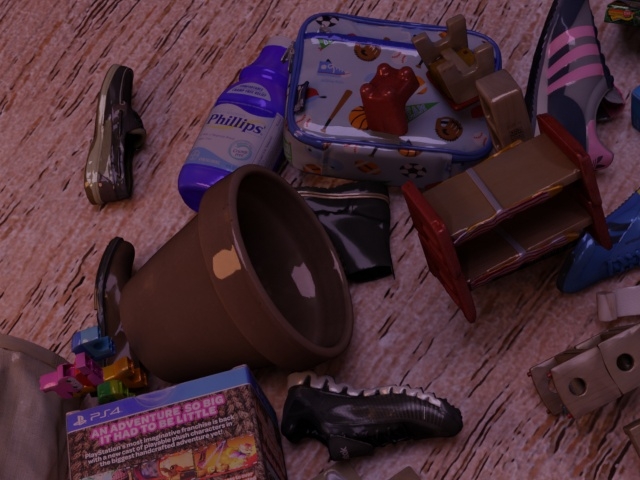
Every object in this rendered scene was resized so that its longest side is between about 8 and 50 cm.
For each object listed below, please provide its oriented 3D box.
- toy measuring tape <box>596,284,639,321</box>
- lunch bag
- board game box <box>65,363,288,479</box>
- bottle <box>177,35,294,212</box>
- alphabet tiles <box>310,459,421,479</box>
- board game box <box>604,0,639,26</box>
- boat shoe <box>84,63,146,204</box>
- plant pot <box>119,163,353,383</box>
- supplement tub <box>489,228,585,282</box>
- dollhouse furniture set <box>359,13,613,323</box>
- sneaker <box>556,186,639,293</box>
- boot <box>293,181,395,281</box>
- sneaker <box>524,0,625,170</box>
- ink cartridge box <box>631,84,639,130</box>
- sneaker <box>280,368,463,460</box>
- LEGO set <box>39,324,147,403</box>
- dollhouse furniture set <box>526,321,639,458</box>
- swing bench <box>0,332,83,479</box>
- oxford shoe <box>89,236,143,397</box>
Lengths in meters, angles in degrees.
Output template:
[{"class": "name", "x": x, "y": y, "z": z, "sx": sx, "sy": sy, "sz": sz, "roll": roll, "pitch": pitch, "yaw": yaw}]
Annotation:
[{"class": "toy measuring tape", "x": 0.502, "y": 0.071, "z": 1.663, "sx": 0.330, "sy": 0.121, "sz": 0.121, "roll": -6, "pitch": 57, "yaw": 5}, {"class": "lunch bag", "x": 0.092, "y": -0.199, "z": 1.902, "sx": 0.304, "sy": 0.115, "sz": 0.243, "roll": 9, "pitch": 62, "yaw": 1}, {"class": "board game box", "x": -0.156, "y": 0.327, "z": 1.623, "sx": 0.232, "sy": 0.141, "sz": 0.291, "roll": -15, "pitch": 55, "yaw": 6}, {"class": "bottle", "x": -0.098, "y": -0.163, "z": 1.960, "sx": 0.118, "sy": 0.092, "sz": 0.282, "roll": 14, "pitch": 62, "yaw": 21}, {"class": "alphabet tiles", "x": 0.050, "y": 0.424, "z": 1.607, "sx": 0.285, "sy": 0.011, "sz": 0.342, "roll": -33, "pitch": 58, "yaw": -9}, {"class": "board game box", "x": 0.530, "y": -0.299, "z": 1.902, "sx": 0.260, "sy": 0.136, "sz": 0.030, "roll": 12, "pitch": 105, "yaw": 18}, {"class": "boat shoe", "x": -0.287, "y": -0.152, "z": 2.008, "sx": 0.074, "sy": 0.080, "sz": 0.223, "roll": 3, "pitch": 64, "yaw": 8}, {"class": "plant pot", "x": -0.122, "y": 0.066, "z": 1.740, "sx": 0.229, "sy": 0.263, "sz": 0.263, "roll": -26, "pitch": 53, "yaw": 23}, {"class": "supplement tub", "x": 0.256, "y": -0.025, "z": 1.783, "sx": 0.190, "sy": 0.117, "sz": 0.117, "roll": -22, "pitch": 56, "yaw": -3}, {"class": "dollhouse furniture set", "x": 0.176, "y": -0.099, "z": 1.714, "sx": 0.201, "sy": 0.152, "sz": 0.374, "roll": -26, "pitch": 40, "yaw": -4}, {"class": "sneaker", "x": 0.392, "y": 0.006, "z": 1.764, "sx": 0.209, "sy": 0.069, "sz": 0.082, "roll": -39, "pitch": 62, "yaw": -13}, {"class": "boot", "x": 0.000, "y": 0.000, "z": 1.852, "sx": 0.198, "sy": 0.077, "sz": 0.137, "roll": -11, "pitch": 62, "yaw": 7}, {"class": "sneaker", "x": 0.356, "y": -0.225, "z": 1.911, "sx": 0.131, "sy": 0.112, "sz": 0.319, "roll": 15, "pitch": 64, "yaw": 1}, {"class": "ink cartridge box", "x": 0.525, "y": -0.159, "z": 1.831, "sx": 0.140, "sy": 0.082, "sz": 0.190, "roll": -36, "pitch": 59, "yaw": -12}, {"class": "sneaker", "x": 0.055, "y": 0.227, "z": 1.688, "sx": 0.234, "sy": 0.078, "sz": 0.106, "roll": 8, "pitch": 55, "yaw": 21}, {"class": "LEGO set", "x": -0.280, "y": 0.180, "z": 1.712, "sx": 0.093, "sy": 0.227, "sz": 0.087, "roll": -19, "pitch": 54, "yaw": 11}, {"class": "dollhouse furniture set", "x": 0.350, "y": 0.207, "z": 1.635, "sx": 0.129, "sy": 0.129, "sz": 0.183, "roll": -26, "pitch": 86, "yaw": -4}, {"class": "swing bench", "x": -0.447, "y": 0.260, "z": 1.725, "sx": 0.255, "sy": 0.165, "sz": 0.253, "roll": -2, "pitch": 57, "yaw": 10}, {"class": "oxford shoe", "x": -0.253, "y": 0.100, "z": 1.843, "sx": 0.096, "sy": 0.083, "sz": 0.227, "roll": -2, "pitch": 65, "yaw": 0}]
